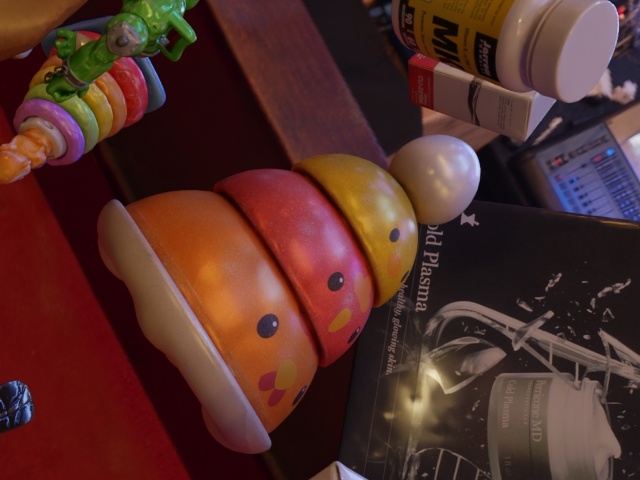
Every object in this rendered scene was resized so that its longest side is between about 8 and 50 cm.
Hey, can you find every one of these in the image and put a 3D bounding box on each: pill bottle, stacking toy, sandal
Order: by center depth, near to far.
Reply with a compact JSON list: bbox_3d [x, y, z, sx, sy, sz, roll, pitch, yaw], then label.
[{"bbox_3d":[0.183,-0.221,0.801,0.119,0.119,0.208,-30,45,-28],"label":"pill bottle"},{"bbox_3d":[0.000,0.000,0.991,0.480,0.350,0.350,-33,88,-12],"label":"stacking toy"},{"bbox_3d":[-0.482,0.238,1.073,0.219,0.060,0.090,-8,82,-71],"label":"sandal"},{"bbox_3d":[-0.368,-0.174,1.121,0.166,0.175,0.302,66,33,-34],"label":"stacking toy"}]

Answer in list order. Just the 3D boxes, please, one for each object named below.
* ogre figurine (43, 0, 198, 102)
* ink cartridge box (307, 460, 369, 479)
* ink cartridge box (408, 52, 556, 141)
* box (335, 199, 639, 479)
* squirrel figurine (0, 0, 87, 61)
[{"bbox_3d":[-0.182,-0.217,0.791,0.197,0.118,0.097,-31,103,-43],"label":"ogre figurine"},{"bbox_3d":[0.048,0.344,0.652,0.306,0.226,0.131,39,25,-25],"label":"ink cartridge box"},{"bbox_3d":[0.347,-0.340,1.625,0.273,0.114,0.197,24,56,27],"label":"ink cartridge box"},{"bbox_3d":[0.292,0.207,1.257,0.471,0.297,0.480,8,75,7],"label":"box"},{"bbox_3d":[-0.344,-0.206,0.627,0.281,0.370,0.397,34,89,-22],"label":"squirrel figurine"}]
